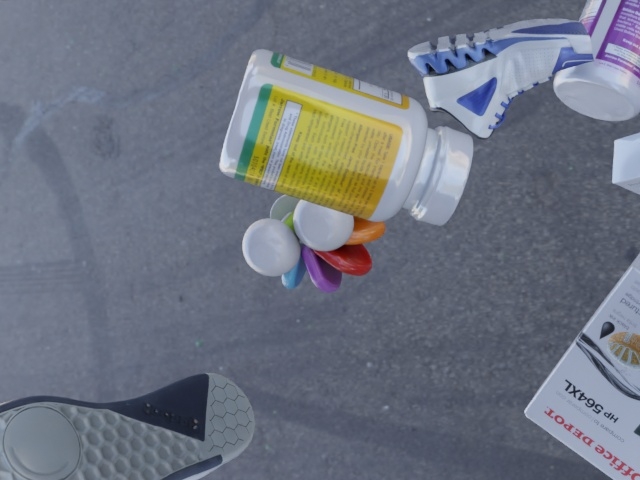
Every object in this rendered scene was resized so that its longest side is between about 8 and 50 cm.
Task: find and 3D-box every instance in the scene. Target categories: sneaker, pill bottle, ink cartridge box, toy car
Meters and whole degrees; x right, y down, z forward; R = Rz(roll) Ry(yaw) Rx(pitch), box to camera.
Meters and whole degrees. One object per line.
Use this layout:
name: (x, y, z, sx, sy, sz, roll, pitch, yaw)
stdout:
sneaker: (0.326, -0.284, 1.518, 0.315, 0.127, 0.182, -5, 117, 16)
pill bottle: (0.564, -0.389, 1.573, 0.169, 0.169, 0.302, 15, 77, 50)
sneaker: (-0.168, 0.159, 0.532, 0.163, 0.226, 0.086, -36, 68, 32)
sneaker: (0.287, 0.107, 0.728, 0.083, 0.037, 0.032, 24, 75, 46)
ink cartridge box: (0.319, 0.131, 0.826, 0.148, 0.086, 0.203, 35, 122, 17)
pill bottle: (0.024, -0.085, 0.756, 0.117, 0.208, 0.118, -163, 90, -84)
toy car: (0.000, 0.000, 1.088, 0.182, 0.159, 0.136, -26, 102, 25)

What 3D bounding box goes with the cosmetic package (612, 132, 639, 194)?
cosmetic package: (0.744, -0.135, 1.441, 0.377, 0.284, 0.098, -16, 59, 57)
